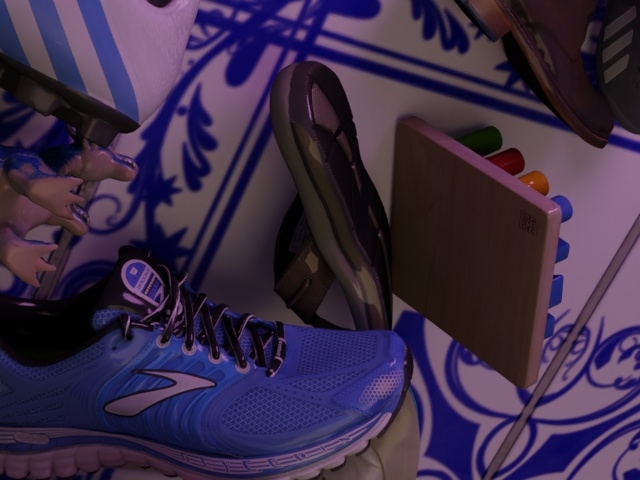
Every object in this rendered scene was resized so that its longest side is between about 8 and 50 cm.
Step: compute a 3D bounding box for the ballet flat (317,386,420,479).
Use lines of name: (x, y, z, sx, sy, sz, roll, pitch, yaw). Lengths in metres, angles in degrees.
ballet flat: (0.030, 0.223, 1.199, 0.086, 0.086, 0.248, -9, 125, -21)

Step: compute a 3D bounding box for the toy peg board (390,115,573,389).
toy peg board: (0.136, -0.002, 1.063, 0.079, 0.161, 0.161, -23, 131, -31)

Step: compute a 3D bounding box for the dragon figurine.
dragon figurine: (-0.237, -0.047, 0.852, 0.289, 0.144, 0.085, 14, 103, -33)

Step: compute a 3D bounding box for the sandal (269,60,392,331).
sandal: (0.000, -0.002, 1.034, 0.086, 0.120, 0.302, -9, 128, 12)

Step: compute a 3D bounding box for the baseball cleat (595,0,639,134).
baseball cleat: (0.248, -0.154, 1.036, 0.072, 0.109, 0.206, -13, 123, -1)

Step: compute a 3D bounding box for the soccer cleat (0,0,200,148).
soccer cleat: (-0.209, -0.181, 0.803, 0.331, 0.116, 0.143, 29, 90, -40)

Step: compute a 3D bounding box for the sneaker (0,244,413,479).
sneaker: (-0.100, 0.085, 0.973, 0.330, 0.130, 0.147, -2, 118, 3)

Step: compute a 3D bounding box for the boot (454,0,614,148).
boot: (0.183, -0.160, 1.018, 0.106, 0.082, 0.219, -42, 128, 9)
